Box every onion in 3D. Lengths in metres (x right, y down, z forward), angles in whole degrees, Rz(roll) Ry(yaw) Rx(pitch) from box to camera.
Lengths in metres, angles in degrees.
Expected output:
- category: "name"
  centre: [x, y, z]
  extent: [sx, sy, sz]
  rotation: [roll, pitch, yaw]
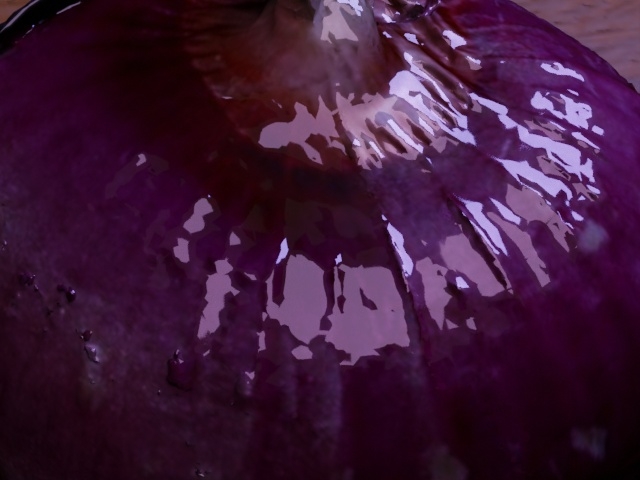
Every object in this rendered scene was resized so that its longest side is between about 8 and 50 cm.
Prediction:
- category: "onion"
  centre: [0.004, 0.024, 0.666]
  extent: [0.256, 0.272, 0.230]
  rotation: [-45, 66, 0]
